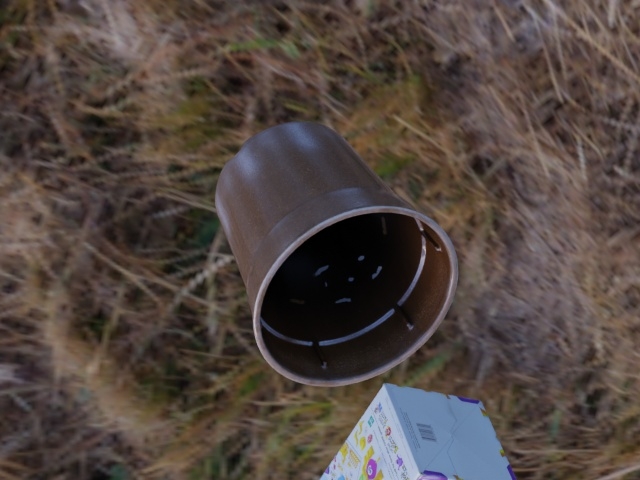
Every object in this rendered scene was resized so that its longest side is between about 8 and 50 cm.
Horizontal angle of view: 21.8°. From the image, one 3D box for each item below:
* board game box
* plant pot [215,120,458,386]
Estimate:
[{"bbox_3d":[0.089,0.322,1.957,0.275,0.142,0.144,-58,34,31],"label":"board game box"},{"bbox_3d":[0.000,0.000,1.310,0.167,0.167,0.165,-41,40,7],"label":"plant pot"}]
